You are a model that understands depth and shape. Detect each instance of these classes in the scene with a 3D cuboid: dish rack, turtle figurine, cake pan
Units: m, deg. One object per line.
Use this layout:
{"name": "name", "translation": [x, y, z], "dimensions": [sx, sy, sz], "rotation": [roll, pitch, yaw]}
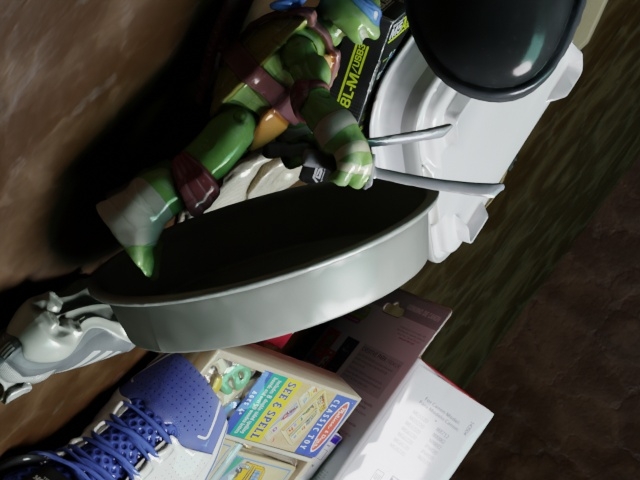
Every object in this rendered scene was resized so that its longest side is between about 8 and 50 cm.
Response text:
{"name": "dish rack", "translation": [0.164, -0.151, 1.754], "dimensions": [0.333, 0.072, 0.285], "rotation": [-55, 155, -26]}
{"name": "turtle figurine", "translation": [-0.021, -0.053, 1.417], "dimensions": [0.266, 0.198, 0.274], "rotation": [-37, 130, 3]}
{"name": "cake pan", "translation": [-0.040, 0.017, 1.484], "dimensions": [0.293, 0.054, 0.293], "rotation": [-15, -166, 4]}

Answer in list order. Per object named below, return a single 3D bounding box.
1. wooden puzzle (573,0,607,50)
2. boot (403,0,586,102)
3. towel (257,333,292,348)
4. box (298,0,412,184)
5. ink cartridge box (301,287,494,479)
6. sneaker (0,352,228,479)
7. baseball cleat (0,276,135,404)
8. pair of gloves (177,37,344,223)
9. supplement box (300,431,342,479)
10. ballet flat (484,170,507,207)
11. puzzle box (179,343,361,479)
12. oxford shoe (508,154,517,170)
{"name": "wooden puzzle", "translation": [0.305, -0.276, 2.298], "dimensions": [0.238, 0.044, 0.221], "rotation": [-48, 166, -34]}
{"name": "boot", "translation": [0.119, -0.315, 1.200], "dimensions": [0.445, 0.146, 0.367], "rotation": [52, 45, -79]}
{"name": "towel", "translation": [0.000, 0.000, 2.043], "dimensions": [0.275, 0.031, 0.199], "rotation": [-53, 164, -1]}
{"name": "box", "translation": [0.056, -0.157, 1.681], "dimensions": [0.190, 0.045, 0.184], "rotation": [-47, 157, -56]}
{"name": "ink cartridge box", "translation": [0.074, 0.205, 2.284], "dimensions": [0.272, 0.130, 0.309], "rotation": [-54, -160, -5]}
{"name": "sneaker", "translation": [-0.216, 0.236, 1.750], "dimensions": [0.315, 0.127, 0.182], "rotation": [-45, 167, -16]}
{"name": "baseball cleat", "translation": [-0.220, 0.081, 1.507], "dimensions": [0.109, 0.072, 0.206], "rotation": [-38, 167, 13]}
{"name": "pair of gloves", "translation": [-0.037, -0.100, 1.642], "dimensions": [0.204, 0.042, 0.240], "rotation": [-41, 164, -36]}
{"name": "supplement box", "translation": [-0.093, 0.272, 2.184], "dimensions": [0.220, 0.114, 0.111], "rotation": [-55, -155, 8]}
{"name": "ballet flat", "translation": [0.167, -0.155, 2.010], "dimensions": [0.124, 0.116, 0.342], "rotation": [-58, 160, -31]}
{"name": "puzzle box", "translation": [-0.159, 0.291, 2.015], "dimensions": [0.409, 0.052, 0.272], "rotation": [-54, 143, 10]}
{"name": "oxford shoe", "translation": [0.144, -0.071, 2.256], "dimensions": [0.227, 0.083, 0.096], "rotation": [-49, 148, -15]}
